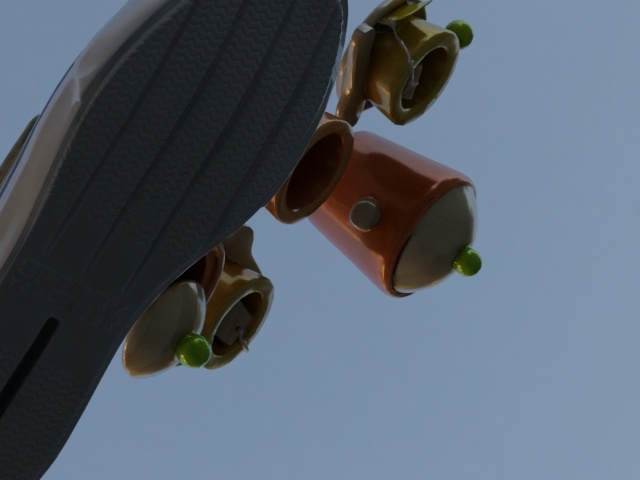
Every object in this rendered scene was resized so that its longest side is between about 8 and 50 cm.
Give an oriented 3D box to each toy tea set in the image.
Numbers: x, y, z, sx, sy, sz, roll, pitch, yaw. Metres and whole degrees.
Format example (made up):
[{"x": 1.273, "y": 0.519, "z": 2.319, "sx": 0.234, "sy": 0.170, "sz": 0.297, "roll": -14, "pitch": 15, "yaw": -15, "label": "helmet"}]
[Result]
[{"x": 0.000, "y": 0.000, "z": 1.052, "sx": 0.336, "sy": 0.124, "sz": 0.200, "roll": -38, "pitch": -29, "yaw": -33, "label": "toy tea set"}]

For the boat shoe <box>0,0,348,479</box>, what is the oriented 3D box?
[{"x": -0.107, "y": -0.017, "z": 0.752, "sx": 0.109, "sy": 0.094, "sz": 0.302, "roll": 38, "pitch": -91, "yaw": -37, "label": "boat shoe"}]
